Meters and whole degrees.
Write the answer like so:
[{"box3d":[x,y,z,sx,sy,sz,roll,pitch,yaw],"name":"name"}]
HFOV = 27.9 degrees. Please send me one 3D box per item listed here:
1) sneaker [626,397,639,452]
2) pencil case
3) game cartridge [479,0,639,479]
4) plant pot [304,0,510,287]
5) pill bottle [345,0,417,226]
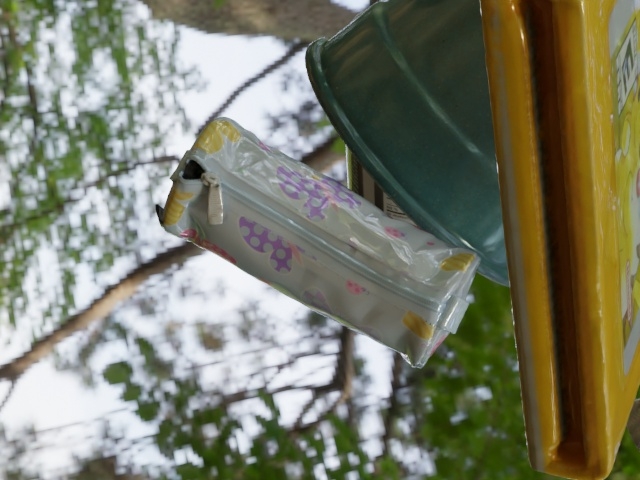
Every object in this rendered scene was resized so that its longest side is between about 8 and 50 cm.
[{"box3d":[0.600,0.258,2.054,0.102,0.146,0.293,66,-23,22],"name":"sneaker"},{"box3d":[0.000,0.000,1.094,0.273,0.113,0.124,29,-15,6],"name":"pencil case"},{"box3d":[0.172,-0.077,0.716,0.052,0.324,0.285,7,-54,26],"name":"game cartridge"},{"box3d":[0.222,-0.185,1.277,0.334,0.341,0.341,-42,-127,21],"name":"plant pot"},{"box3d":[0.137,-0.124,1.706,0.363,0.210,0.210,86,-21,-44],"name":"pill bottle"}]
